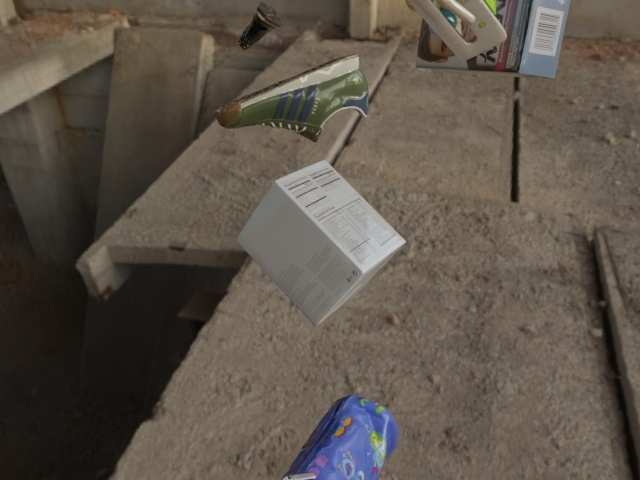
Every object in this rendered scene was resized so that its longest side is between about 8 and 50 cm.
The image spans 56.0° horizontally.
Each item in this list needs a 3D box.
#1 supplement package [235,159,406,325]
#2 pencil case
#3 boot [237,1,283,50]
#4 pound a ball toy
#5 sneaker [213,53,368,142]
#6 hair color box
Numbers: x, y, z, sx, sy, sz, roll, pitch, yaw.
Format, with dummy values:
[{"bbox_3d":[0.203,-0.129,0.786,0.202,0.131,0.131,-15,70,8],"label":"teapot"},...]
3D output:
[{"bbox_3d":[0.000,0.000,1.312,0.262,0.199,0.198,46,38,10],"label":"supplement package"},{"bbox_3d":[0.011,0.330,0.850,0.120,0.133,0.306,-1,14,26],"label":"pencil case"},{"bbox_3d":[-0.171,-0.548,1.577,0.137,0.076,0.198,-36,8,14],"label":"boot"},{"bbox_3d":[0.194,-0.428,1.044,0.136,0.319,0.208,-18,57,38],"label":"pound a ball toy"},{"bbox_3d":[-0.028,-0.158,0.748,0.192,0.086,0.064,-21,19,2],"label":"sneaker"},{"bbox_3d":[0.386,-0.486,1.408,0.114,0.185,0.374,-1,16,-27],"label":"hair color box"}]
